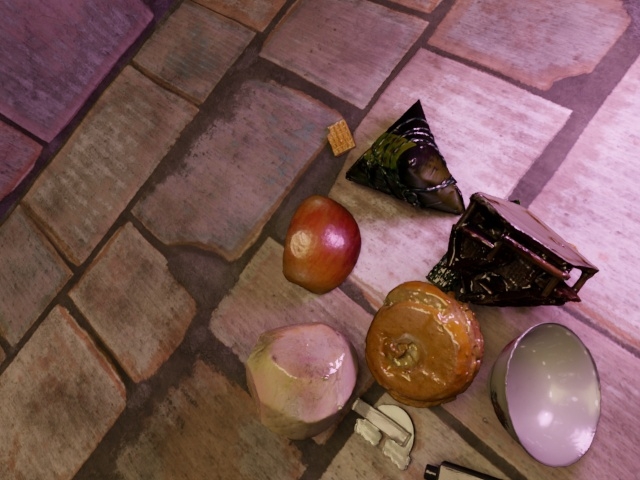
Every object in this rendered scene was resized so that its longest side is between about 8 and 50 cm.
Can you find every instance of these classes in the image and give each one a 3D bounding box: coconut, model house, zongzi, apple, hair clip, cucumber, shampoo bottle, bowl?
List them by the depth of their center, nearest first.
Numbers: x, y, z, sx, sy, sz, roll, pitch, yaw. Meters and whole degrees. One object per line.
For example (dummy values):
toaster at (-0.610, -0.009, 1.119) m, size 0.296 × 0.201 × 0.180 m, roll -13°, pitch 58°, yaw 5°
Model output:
bowl at (0.530, 0.376, 1.198) m, size 0.157 × 0.337 × 0.337 m, roll -21°, pitch 55°, yaw 61°
shampoo bottle at (0.393, 0.642, 1.233) m, size 0.246 × 0.080 × 0.079 m, roll 9°, pitch 74°, yaw 25°
model house at (0.474, 0.079, 1.240) m, size 0.283 × 0.317 × 0.297 m, roll -56°, pitch 42°, yaw 30°
hair clip at (0.188, 0.539, 1.375) m, size 0.220 × 0.054 × 0.140 m, roll 30°, pitch 80°, yaw 26°
coconut at (-0.056, 0.394, 1.386) m, size 0.352 × 0.352 × 0.353 m, roll -8°, pitch 69°, yaw 20°
cucumber at (0.466, 0.003, 1.424) m, size 0.096 × 0.096 × 0.359 m, roll 40°, pitch 89°, yaw 29°
zongzi at (0.304, -0.295, 1.538) m, size 0.383 × 0.319 × 0.362 m, roll 31°, pitch 87°, yaw 47°
apple at (0.000, 0.000, 1.605) m, size 0.179 × 0.254 × 0.346 m, roll -17°, pitch 55°, yaw 64°

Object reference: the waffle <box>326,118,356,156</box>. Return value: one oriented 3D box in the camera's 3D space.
waffle at (0.072, -0.383, 1.771) m, size 0.092 × 0.021 × 0.135 m, roll -28°, pitch 63°, yaw 11°

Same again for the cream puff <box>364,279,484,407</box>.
cream puff at (0.285, 0.280, 1.309) m, size 0.327 × 0.231 × 0.343 m, roll -13°, pitch 83°, yaw 33°

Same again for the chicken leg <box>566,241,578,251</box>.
chicken leg at (0.639, 0.094, 1.333) m, size 0.085 × 0.101 × 0.208 m, roll 39°, pitch 110°, yaw 33°
